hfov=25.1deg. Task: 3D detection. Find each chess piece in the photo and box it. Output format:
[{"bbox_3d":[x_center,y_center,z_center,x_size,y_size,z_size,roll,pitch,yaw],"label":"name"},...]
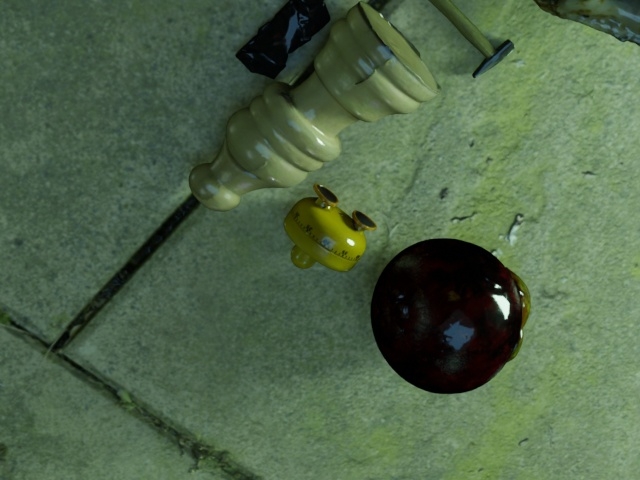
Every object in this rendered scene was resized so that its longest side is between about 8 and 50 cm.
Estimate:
[{"bbox_3d":[-0.022,-0.134,1.695,0.307,0.124,0.139,-37,158,17],"label":"chess piece"}]

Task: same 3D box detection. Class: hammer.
[{"bbox_3d":[0.144,-0.273,1.688,0.062,0.013,0.199,-42,113,14],"label":"hammer"}]

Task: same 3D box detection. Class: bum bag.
[{"bbox_3d":[-0.041,-0.241,1.673,0.058,0.034,0.124,43,109,-16],"label":"bum bag"}]

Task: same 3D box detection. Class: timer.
[{"bbox_3d":[0.000,0.000,1.761,0.107,0.107,0.109,31,107,-19],"label":"timer"}]

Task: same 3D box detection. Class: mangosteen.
[{"bbox_3d":[0.162,0.093,1.777,0.210,0.210,0.209,-2,117,-5],"label":"mangosteen"}]

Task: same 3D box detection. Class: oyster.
[{"bbox_3d":[0.381,-0.277,1.620,0.341,0.110,0.166,15,156,13],"label":"oyster"}]
